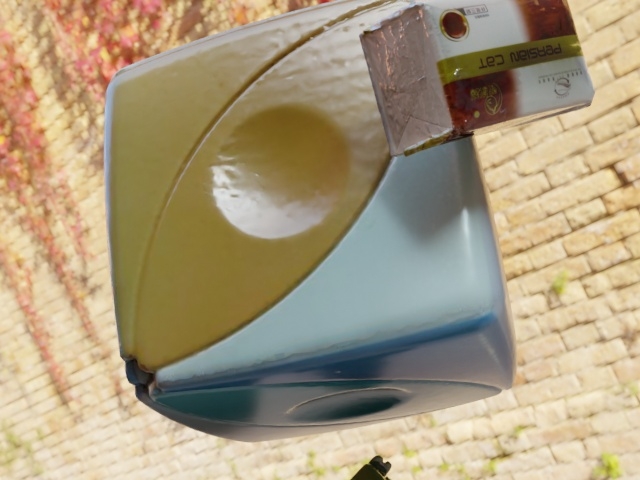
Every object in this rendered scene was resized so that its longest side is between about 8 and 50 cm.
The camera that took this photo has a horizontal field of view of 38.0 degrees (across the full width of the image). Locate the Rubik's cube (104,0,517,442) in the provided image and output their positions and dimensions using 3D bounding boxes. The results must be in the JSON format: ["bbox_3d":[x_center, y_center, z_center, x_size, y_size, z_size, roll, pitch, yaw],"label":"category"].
[{"bbox_3d":[0.000,0.000,0.952,0.347,0.352,0.351,-13,-25,8],"label":"Rubik's cube"}]

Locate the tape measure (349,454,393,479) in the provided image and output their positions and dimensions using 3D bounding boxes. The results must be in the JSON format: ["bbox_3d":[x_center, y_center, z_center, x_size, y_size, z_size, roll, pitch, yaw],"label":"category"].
[{"bbox_3d":[0.067,0.332,0.930,0.154,0.177,0.087,-46,-44,-4],"label":"tape measure"}]

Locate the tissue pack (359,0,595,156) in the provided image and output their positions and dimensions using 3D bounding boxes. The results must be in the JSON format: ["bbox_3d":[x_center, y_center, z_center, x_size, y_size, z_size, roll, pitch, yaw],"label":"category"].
[{"bbox_3d":[0.124,-0.136,0.731,0.149,0.106,0.099,-17,3,-31],"label":"tissue pack"}]
